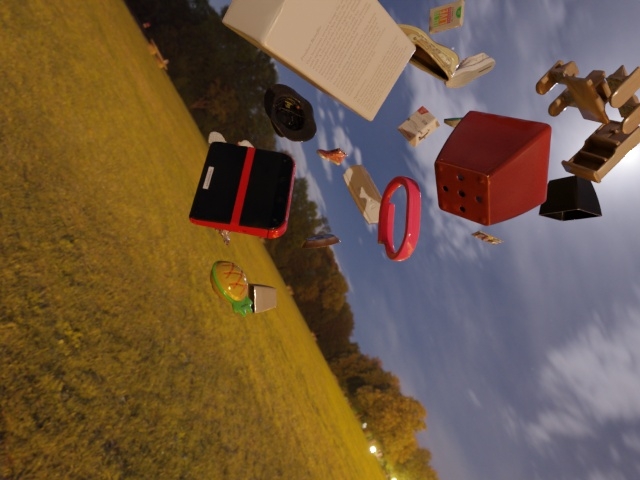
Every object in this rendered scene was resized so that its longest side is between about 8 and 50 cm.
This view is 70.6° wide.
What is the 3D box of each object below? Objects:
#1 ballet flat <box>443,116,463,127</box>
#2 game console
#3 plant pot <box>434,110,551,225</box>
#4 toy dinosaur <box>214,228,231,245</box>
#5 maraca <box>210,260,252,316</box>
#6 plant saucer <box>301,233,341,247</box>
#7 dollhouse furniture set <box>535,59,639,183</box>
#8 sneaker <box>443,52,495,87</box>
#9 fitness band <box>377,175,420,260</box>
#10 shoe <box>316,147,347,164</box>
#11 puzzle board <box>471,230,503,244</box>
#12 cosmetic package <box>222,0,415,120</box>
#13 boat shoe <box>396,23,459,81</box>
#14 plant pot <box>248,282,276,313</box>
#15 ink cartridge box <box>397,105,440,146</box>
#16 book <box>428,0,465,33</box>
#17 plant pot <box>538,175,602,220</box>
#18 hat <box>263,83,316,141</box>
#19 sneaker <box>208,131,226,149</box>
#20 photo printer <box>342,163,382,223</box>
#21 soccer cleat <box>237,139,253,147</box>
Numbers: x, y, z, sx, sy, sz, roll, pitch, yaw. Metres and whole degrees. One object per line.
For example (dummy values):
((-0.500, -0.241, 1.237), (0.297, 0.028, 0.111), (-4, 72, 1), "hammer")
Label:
((0.537, -0.439, 1.697), (0.168, 0.057, 0.052), (7, -69, 43), "ballet flat")
((-0.275, -0.195, 1.681), (0.060, 0.343, 0.386), (105, -8, -57), "game console")
((0.489, -0.198, 1.348), (0.267, 0.236, 0.267), (28, -35, 43), "plant pot")
((-0.407, -0.144, 2.015), (0.127, 0.295, 0.200), (27, -11, 5), "toy dinosaur")
((-0.262, 0.141, 1.351), (0.185, 0.099, 0.127), (59, 21, 4), "maraca")
((0.000, 0.000, 2.219), (0.198, 0.199, 0.036), (-141, -138, -79), "plant saucer")
((1.043, -0.459, 1.764), (0.394, 0.256, 0.362), (41, 6, -31), "dollhouse furniture set")
((0.655, -0.767, 2.040), (0.091, 0.258, 0.094), (58, -14, 30), "sneaker")
((0.264, -0.075, 1.535), (0.209, 0.055, 0.290), (156, -60, -69), "fitness band")
((0.063, -0.479, 2.477), (0.178, 0.081, 0.063), (18, 35, -40), "shoe")
((0.649, -0.008, 1.769), (0.097, 0.011, 0.128), (25, -2, 6), "puzzle board")
((0.021, -0.484, 1.074), (0.162, 0.229, 0.453), (40, 15, 32), "cosmetic package")
((0.343, -0.652, 1.569), (0.286, 0.089, 0.104), (25, -21, 0), "boat shoe")
((-0.231, 0.228, 1.814), (0.109, 0.097, 0.108), (-178, -92, -68), "plant pot")
((0.394, -0.457, 1.823), (0.056, 0.135, 0.099), (33, 22, -51), "ink cartridge box")
((0.510, -0.902, 1.833), (0.144, 0.035, 0.096), (7, -87, 46), "book")
((1.116, -0.190, 2.023), (0.188, 0.188, 0.166), (-8, -104, 60), "plant pot")
((-0.176, -0.610, 2.269), (0.134, 0.332, 0.331), (-33, -100, 46), "hat")
((-0.469, -0.376, 2.062), (0.095, 0.090, 0.234), (-12, -89, 59), "sneaker")
((0.195, -0.189, 1.960), (0.255, 0.107, 0.307), (62, 6, 2), "photo printer")
((-0.351, -0.366, 2.057), (0.076, 0.068, 0.196), (39, -43, 15), "soccer cleat")
